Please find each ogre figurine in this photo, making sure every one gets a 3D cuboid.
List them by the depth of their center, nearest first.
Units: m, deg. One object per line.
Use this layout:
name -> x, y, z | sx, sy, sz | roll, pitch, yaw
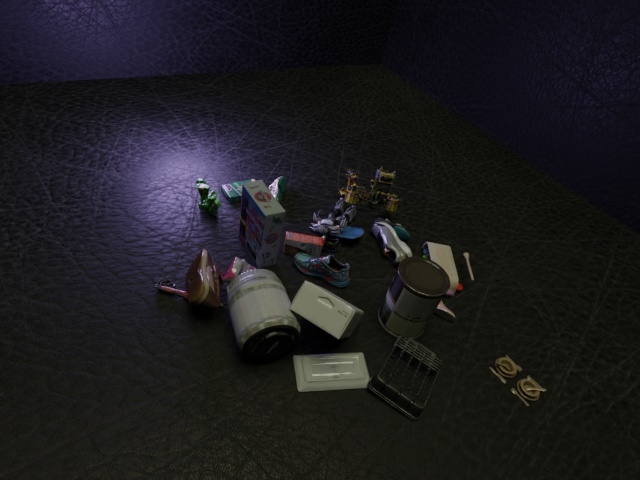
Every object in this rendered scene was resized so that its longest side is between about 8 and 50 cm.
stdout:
ogre figurine -> -0.521, -0.191, 2.025 | 0.197, 0.118, 0.097 | 30, 47, 19

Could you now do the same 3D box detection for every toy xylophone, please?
toy xylophone -> 0.586, 0.126, 2.031 | 0.237, 0.081, 0.322 | 16, 41, 1

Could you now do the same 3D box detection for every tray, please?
tray -> 0.044, 0.459, 1.540 | 0.271, 0.030, 0.145 | 2, 44, -15

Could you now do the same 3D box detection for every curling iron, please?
curling iron -> -0.498, 0.201, 1.659 | 0.274, 0.035, 0.068 | 18, 40, 4

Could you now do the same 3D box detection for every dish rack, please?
dish rack -> 0.318, 0.478, 1.564 | 0.208, 0.074, 0.271 | 34, 41, 11

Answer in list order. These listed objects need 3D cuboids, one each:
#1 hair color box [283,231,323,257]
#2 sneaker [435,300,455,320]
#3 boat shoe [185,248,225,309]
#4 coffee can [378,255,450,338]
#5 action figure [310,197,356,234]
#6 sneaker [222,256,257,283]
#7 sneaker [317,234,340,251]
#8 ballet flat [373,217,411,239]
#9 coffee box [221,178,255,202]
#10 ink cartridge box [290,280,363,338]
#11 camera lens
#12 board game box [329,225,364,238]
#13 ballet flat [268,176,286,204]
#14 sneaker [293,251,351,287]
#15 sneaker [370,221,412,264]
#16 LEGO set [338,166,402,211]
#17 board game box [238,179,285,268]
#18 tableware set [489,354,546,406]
hair color box -> -0.077, 0.023, 1.940 | 0.168, 0.093, 0.053 | 10, 41, -5
sneaker -> 0.521, 0.285, 1.858 | 0.134, 0.050, 0.070 | 26, 47, 19
boat shoe -> -0.434, 0.151, 1.669 | 0.123, 0.123, 0.342 | 33, 10, -27
coffee can -> 0.360, 0.228, 1.703 | 0.202, 0.275, 0.201 | 9, 41, -8
action figure -> 0.065, -0.105, 2.114 | 0.186, 0.099, 0.285 | 22, 36, 23
sneaker -> -0.294, 0.132, 1.680 | 0.111, 0.102, 0.252 | 32, 3, 5
sneaker -> 0.000, 0.000, 1.999 | 0.188, 0.078, 0.067 | 10, 41, -5
ballet flat -> 0.367, -0.066, 2.191 | 0.203, 0.074, 0.074 | 21, 41, 10
coffee box -> -0.395, -0.252, 2.188 | 0.184, 0.040, 0.113 | -15, 49, -30
ink cartridge box -> 0.030, 0.253, 1.574 | 0.207, 0.283, 0.117 | 30, 87, 15
camera lens -> -0.206, 0.266, 1.536 | 0.220, 0.219, 0.274 | -6, 45, -22
board game box -> 0.124, -0.027, 2.093 | 0.169, 0.033, 0.133 | 8, 26, 21
ballet flat -> -0.233, -0.252, 2.212 | 0.077, 0.091, 0.240 | -5, 36, 11
sneaker -> 0.014, 0.095, 1.861 | 0.262, 0.125, 0.104 | 22, 41, 7
sneaker -> 0.322, 0.011, 2.071 | 0.108, 0.100, 0.271 | -19, 51, -26
LEGO set -> 0.273, -0.292, 2.276 | 0.332, 0.192, 0.255 | 13, 21, 2
board game box -> -0.254, -0.066, 1.825 | 0.098, 0.303, 0.224 | -15, 49, -30
tableware set -> 0.763, 0.527, 1.672 | 0.128, 0.039, 0.194 | -19, 52, -33
